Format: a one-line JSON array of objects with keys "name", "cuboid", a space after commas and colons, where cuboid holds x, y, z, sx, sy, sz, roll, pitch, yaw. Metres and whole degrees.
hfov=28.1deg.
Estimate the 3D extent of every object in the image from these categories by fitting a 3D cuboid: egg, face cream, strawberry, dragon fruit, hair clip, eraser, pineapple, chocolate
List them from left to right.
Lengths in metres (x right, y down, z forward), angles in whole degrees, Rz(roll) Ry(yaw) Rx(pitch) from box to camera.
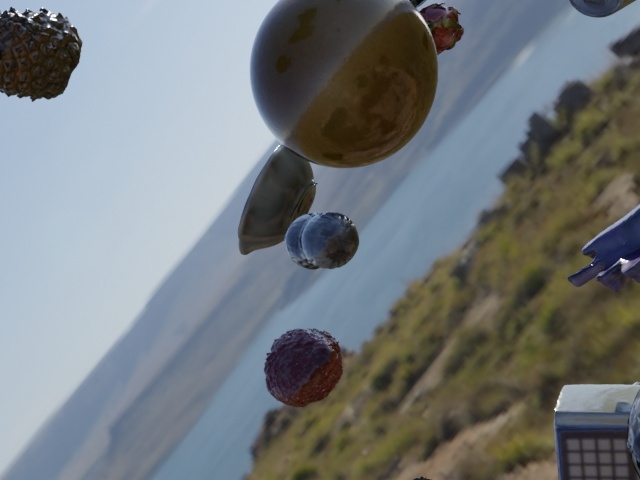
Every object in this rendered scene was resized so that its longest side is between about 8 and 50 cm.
[{"name": "pineapple", "cuboid": [-0.405, -0.232, 1.493, 0.251, 0.125, 0.125, 4, -40, -40]}, {"name": "strawberry", "cuboid": [-0.027, 0.191, 1.957, 0.131, 0.131, 0.148, -51, -13, -12]}, {"name": "chocolate", "cuboid": [0.000, 0.000, 1.558, 0.072, 0.072, 0.167, -51, 10, -11]}, {"name": "egg", "cuboid": [0.032, -0.220, 1.708, 0.250, 0.250, 0.322, -51, -7, -2]}, {"name": "dragon fruit", "cuboid": [0.187, -0.347, 2.103, 0.086, 0.081, 0.116, -22, 1, 39]}, {"name": "eraser", "cuboid": [0.311, 0.288, 1.303, 0.124, 0.279, 0.081, -2, 17, 19]}, {"name": "face cream", "cuboid": [0.462, -0.405, 1.935, 0.269, 0.107, 0.073, -37, -37, -51]}, {"name": "hair clip", "cuboid": [0.342, -0.021, 1.269, 0.137, 0.090, 0.278, -48, -10, -36]}]

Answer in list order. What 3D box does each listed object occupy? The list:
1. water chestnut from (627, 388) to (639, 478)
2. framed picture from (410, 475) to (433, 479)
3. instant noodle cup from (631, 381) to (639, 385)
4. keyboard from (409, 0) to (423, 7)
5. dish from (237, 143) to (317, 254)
[{"name": "water chestnut", "cuboid": [0.333, 0.125, 0.957, 0.224, 0.223, 0.238, -49, 44, 34]}, {"name": "framed picture", "cuboid": [0.025, 0.376, 1.692, 0.323, 0.013, 0.244, -22, -22, 17]}, {"name": "instant noodle cup", "cuboid": [0.465, 0.308, 1.795, 0.177, 0.125, 0.208, -41, -34, -22]}, {"name": "keyboard", "cuboid": [0.142, -0.389, 2.138, 0.317, 0.027, 0.106, -41, 3, -15]}, {"name": "dish", "cuboid": [-0.060, -0.065, 2.221, 0.229, 0.081, 0.229, -61, -12, -22]}]
